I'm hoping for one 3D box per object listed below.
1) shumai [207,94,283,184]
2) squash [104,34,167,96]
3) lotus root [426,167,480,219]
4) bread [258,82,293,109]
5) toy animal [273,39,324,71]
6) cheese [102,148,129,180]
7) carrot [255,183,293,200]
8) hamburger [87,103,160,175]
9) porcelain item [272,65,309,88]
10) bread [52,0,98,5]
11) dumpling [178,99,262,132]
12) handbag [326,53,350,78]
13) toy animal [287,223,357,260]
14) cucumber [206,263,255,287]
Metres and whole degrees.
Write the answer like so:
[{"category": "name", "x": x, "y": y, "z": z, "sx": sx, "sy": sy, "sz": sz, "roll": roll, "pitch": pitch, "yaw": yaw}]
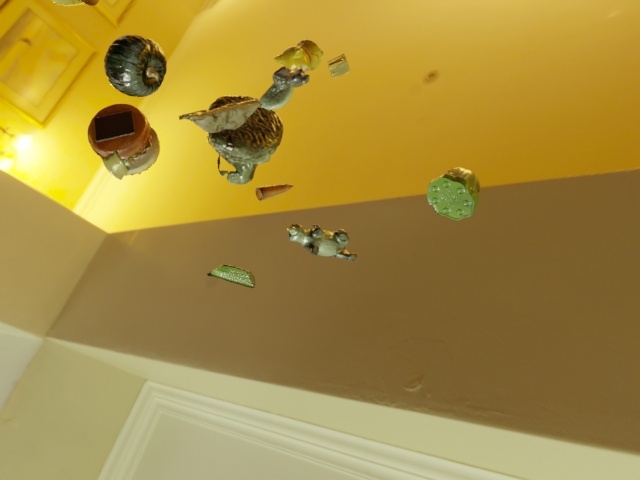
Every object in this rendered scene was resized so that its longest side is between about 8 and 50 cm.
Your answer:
[{"category": "shumai", "x": -0.395, "y": -0.482, "z": 2.304, "sx": 0.348, "sy": 0.396, "sz": 0.394, "roll": 133, "pitch": -27, "yaw": -54}, {"category": "squash", "x": -0.635, "y": -0.603, "z": 1.643, "sx": 0.173, "sy": 0.218, "sz": 0.218, "roll": 6, "pitch": -118, "yaw": 35}, {"category": "lotus root", "x": 0.488, "y": -0.189, "z": 1.662, "sx": 0.186, "sy": 0.186, "sz": 0.186, "roll": -23, "pitch": -134, "yaw": 26}, {"category": "bread", "x": -0.188, "y": -0.661, "z": 2.140, "sx": 0.112, "sy": 0.036, "sz": 0.193, "roll": 42, "pitch": -87, "yaw": 15}, {"category": "toy animal", "x": -0.080, "y": -0.805, "z": 2.086, "sx": 0.156, "sy": 0.155, "sz": 0.230, "roll": -6, "pitch": -160, "yaw": 38}, {"category": "cheese", "x": -0.618, "y": -0.226, "z": 1.443, "sx": 0.060, "sy": 0.084, "sz": 0.041, "roll": -33, "pitch": -153, "yaw": 1}, {"category": "carrot", "x": -0.232, "y": -0.264, "z": 2.461, "sx": 0.205, "sy": 0.072, "sz": 0.072, "roll": -19, "pitch": -147, "yaw": -24}, {"category": "hamburger", "x": -0.851, "y": -0.429, "z": 2.065, "sx": 0.291, "sy": 0.225, "sz": 0.290, "roll": 0, "pitch": -113, "yaw": 0}, {"category": "porcelain item", "x": -0.093, "y": -0.588, "z": 1.710, "sx": 0.081, "sy": 0.069, "sz": 0.216, "roll": -43, "pitch": -147, "yaw": -12}, {"category": "bread", "x": -0.770, "y": -0.845, "z": 1.422, "sx": 0.148, "sy": 0.269, "sz": 0.269, "roll": -6, "pitch": -130, "yaw": 5}, {"category": "dumpling", "x": -0.340, "y": -0.396, "z": 1.546, "sx": 0.166, "sy": 0.085, "sz": 0.332, "roll": -2, "pitch": -163, "yaw": 37}, {"category": "handbag", "x": 0.053, "y": -0.518, "z": 1.410, "sx": 0.061, "sy": 0.083, "sz": 0.027, "roll": -20, "pitch": -98, "yaw": 9}, {"category": "toy animal", "x": 0.000, "y": 0.000, "z": 1.447, "sx": 0.121, "sy": 0.225, "sz": 0.093, "roll": 12, "pitch": -88, "yaw": 59}, {"category": "cucumber", "x": -0.356, "y": 0.129, "z": 1.900, "sx": 0.220, "sy": 0.070, "sz": 0.046, "roll": 12, "pitch": -153, "yaw": 18}]
